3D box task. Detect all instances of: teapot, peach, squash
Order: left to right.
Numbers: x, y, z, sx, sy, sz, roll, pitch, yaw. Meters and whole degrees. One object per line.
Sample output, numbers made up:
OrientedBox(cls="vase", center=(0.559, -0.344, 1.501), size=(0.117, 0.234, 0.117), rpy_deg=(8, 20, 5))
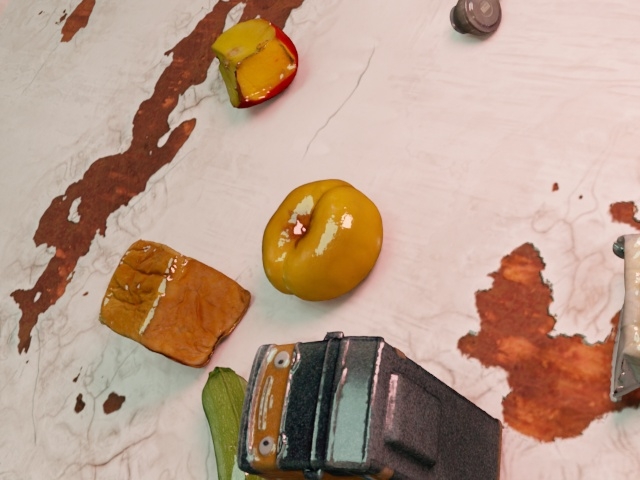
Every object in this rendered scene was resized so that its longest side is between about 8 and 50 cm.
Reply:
OrientedBox(cls="squash", center=(-0.109, 0.249, 1.185), size=(0.219, 0.068, 0.077), rpy_deg=(-113, 35, -44))
OrientedBox(cls="peach", center=(-0.104, -0.294, 1.502), size=(0.151, 0.118, 0.151), rpy_deg=(29, 123, 57))
OrientedBox(cls="peach", center=(0.000, 0.000, 1.226), size=(0.179, 0.103, 0.179), rpy_deg=(-24, 47, 28))
OrientedBox(cls="teapot", center=(0.217, -0.321, 1.278), size=(0.088, 0.066, 0.057), rpy_deg=(-48, 19, -26))

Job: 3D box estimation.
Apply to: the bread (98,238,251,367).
OrientedBox(cls="bread", center=(-0.213, 0.094, 1.319), size=(0.149, 0.158, 0.143), rpy_deg=(18, 76, 42))

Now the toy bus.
OrientedBox(cls="toy bus", center=(0.059, 0.201, 0.914), size=(0.167, 0.275, 0.138), rpy_deg=(-11, 57, 35))

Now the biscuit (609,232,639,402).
OrientedBox(cls="biscuit", center=(0.399, 0.051, 0.823), size=(0.309, 0.079, 0.186), rpy_deg=(-13, 59, 39))
